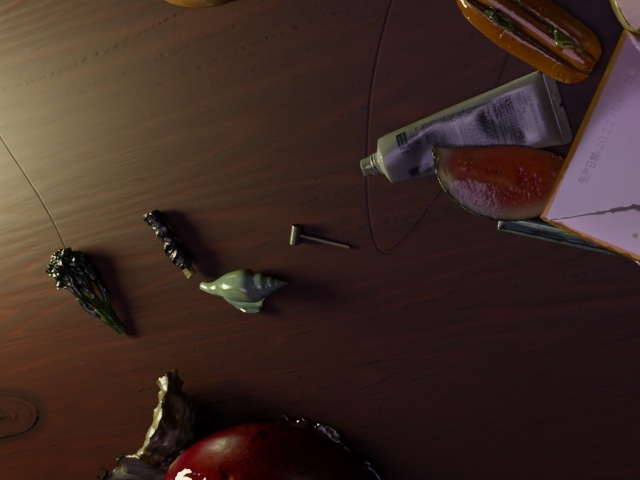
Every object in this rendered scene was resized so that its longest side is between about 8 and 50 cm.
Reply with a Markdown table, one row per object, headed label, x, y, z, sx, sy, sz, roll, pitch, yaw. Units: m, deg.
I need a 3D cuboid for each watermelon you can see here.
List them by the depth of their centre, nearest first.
| label | x | y | z | sx | sy | sz | roll | pitch | yaw |
| --- | --- | --- | --- | --- | --- | --- | --- | --- | --- |
| watermelon | 0.291 | -0.092 | 1.591 | 0.245 | 0.063 | 0.119 | 8 | 104 | 4 |

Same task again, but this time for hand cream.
| label | x | y | z | sx | sy | sz | roll | pitch | yaw |
| --- | --- | --- | --- | --- | --- | --- | --- | --- | --- |
| hand cream | 0.225 | -0.168 | 1.626 | 0.340 | 0.078 | 0.124 | -17 | 96 | 16 |

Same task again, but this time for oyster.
| label | x | y | z | sx | sy | sz | roll | pitch | yaw |
| --- | --- | --- | --- | --- | --- | --- | --- | --- | --- |
| oyster | -0.327 | 0.407 | 1.914 | 0.133 | 0.198 | 0.337 | 33 | 121 | 4 |

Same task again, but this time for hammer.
| label | x | y | z | sx | sy | sz | roll | pitch | yaw |
| --- | --- | --- | --- | --- | --- | --- | --- | --- | --- |
| hammer | 0.000 | 0.000 | 1.776 | 0.110 | 0.019 | 0.036 | 13 | 109 | 12 |

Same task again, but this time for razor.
| label | x | y | z | sx | sy | sz | roll | pitch | yaw |
| --- | --- | --- | --- | --- | --- | --- | --- | --- | --- |
| razor | 0.419 | -0.002 | 1.598 | 0.277 | 0.056 | 0.111 | 14 | 96 | 25 |

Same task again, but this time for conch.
| label | x | y | z | sx | sy | sz | roll | pitch | yaw |
| --- | --- | --- | --- | --- | --- | --- | --- | --- | --- |
| conch | -0.134 | 0.088 | 1.830 | 0.180 | 0.088 | 0.065 | -5 | 59 | 29 |

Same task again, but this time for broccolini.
| label | x | y | z | sx | sy | sz | roll | pitch | yaw |
| --- | --- | --- | --- | --- | --- | --- | --- | --- | --- |
| broccolini | -0.450 | 0.100 | 1.946 | 0.091 | 0.068 | 0.203 | -42 | 88 | 6 |

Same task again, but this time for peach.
| label | x | y | z | sx | sy | sz | roll | pitch | yaw |
| --- | --- | --- | --- | --- | --- | --- | --- | --- | --- |
| peach | -0.076 | 0.514 | 1.811 | 0.416 | 0.353 | 0.339 | 5 | 119 | -24 |

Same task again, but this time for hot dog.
| label | x | y | z | sx | sy | sz | roll | pitch | yaw |
| --- | --- | --- | --- | --- | --- | --- | --- | --- | --- |
| hot dog | 0.312 | -0.331 | 1.535 | 0.249 | 0.068 | 0.100 | 36 | 107 | 8 |

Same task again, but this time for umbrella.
| label | x | y | z | sx | sy | sz | roll | pitch | yaw |
| --- | --- | --- | --- | --- | --- | --- | --- | --- | --- |
| umbrella | -0.278 | 0.007 | 1.870 | 0.037 | 0.040 | 0.144 | -35 | 91 | 16 |

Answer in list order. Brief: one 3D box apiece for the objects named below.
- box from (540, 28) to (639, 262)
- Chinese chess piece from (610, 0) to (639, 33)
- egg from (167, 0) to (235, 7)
| label | x | y | z | sx | sy | sz | roll | pitch | yaw |
| --- | --- | --- | --- | --- | --- | --- | --- | --- | --- |
| box | 0.491 | -0.107 | 1.419 | 0.259 | 0.214 | 0.284 | 25 | 99 | 14 |
| Chinese chess piece | 0.534 | -0.381 | 1.424 | 0.250 | 0.097 | 0.251 | 5 | 105 | 20 |
| egg | -0.188 | -0.472 | 1.627 | 0.233 | 0.195 | 0.195 | -25 | 94 | 12 |
